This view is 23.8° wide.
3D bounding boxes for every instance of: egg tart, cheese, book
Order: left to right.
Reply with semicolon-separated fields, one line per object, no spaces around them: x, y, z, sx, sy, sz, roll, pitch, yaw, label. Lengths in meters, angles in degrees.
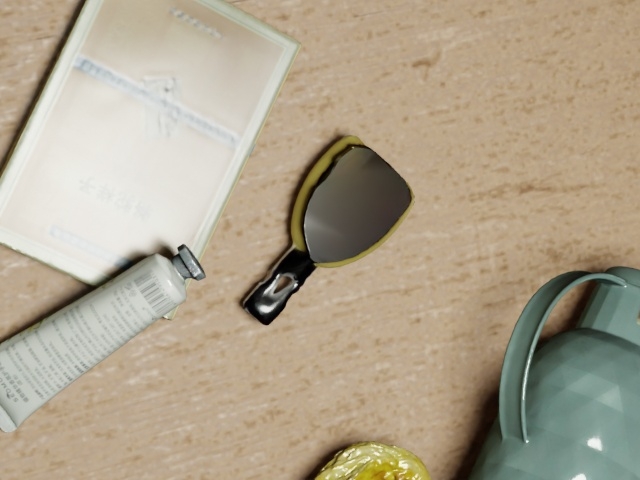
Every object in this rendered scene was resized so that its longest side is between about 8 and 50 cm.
-0.136;-0.081;1.154;0.170;0.018;0.241;26;85;-20;book
0.000;0.000;1.200;0.086;0.036;0.162;43;80;-20;cheese
0.039;0.225;1.223;0.130;0.052;0.130;-1;93;-18;egg tart

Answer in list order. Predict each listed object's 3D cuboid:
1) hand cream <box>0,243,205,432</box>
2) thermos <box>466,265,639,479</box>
-0.174;0.067;1.133;0.194;0.042;0.067;-33;111;3;hand cream
0.202;0.150;1.221;0.182;0.145;0.286;36;71;-34;thermos
